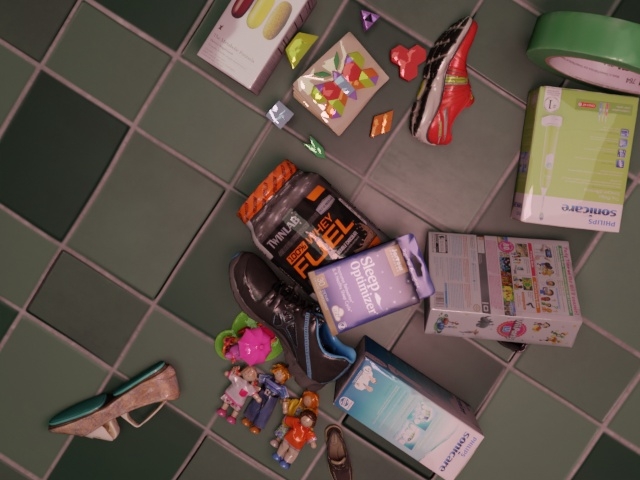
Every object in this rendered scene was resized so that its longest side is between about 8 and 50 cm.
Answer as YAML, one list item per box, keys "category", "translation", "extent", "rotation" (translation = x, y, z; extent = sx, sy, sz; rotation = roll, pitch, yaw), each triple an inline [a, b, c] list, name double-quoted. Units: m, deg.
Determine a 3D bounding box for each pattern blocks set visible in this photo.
- category: "pattern blocks set"
  translation: [0.048, -0.337, 1.737]
  extent: [0.285, 0.026, 0.325]
  rotation: [31, 94, -13]

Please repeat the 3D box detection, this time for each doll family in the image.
- category: "doll family"
  translation: [-0.096, 0.367, 1.804]
  extent: [0.263, 0.118, 0.163]
  rotation: [34, 102, 18]

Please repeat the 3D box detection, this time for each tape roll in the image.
- category: "tape roll"
  translation: [0.572, -0.359, 1.594]
  extent: [0.321, 0.321, 0.077]
  rotation: [18, 95, 1]

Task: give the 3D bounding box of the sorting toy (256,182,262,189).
- category: "sorting toy"
  translation: [-0.114, -0.103, 1.801]
  extent: [0.062, 0.012, 0.083]
  rotation: [24, 96, 1]

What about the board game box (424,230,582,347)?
- category: "board game box"
  translation: [0.372, 0.098, 1.689]
  extent: [0.303, 0.224, 0.097]
  rotation: [4, 137, 3]

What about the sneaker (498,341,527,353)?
- category: "sneaker"
  translation: [0.367, 0.155, 1.746]
  extent: [0.217, 0.121, 0.079]
  rotation: [39, 94, -1]

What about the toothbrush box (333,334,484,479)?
- category: "toothbrush box"
  translation: [0.183, 0.351, 1.724]
  extent: [0.295, 0.216, 0.126]
  rotation: [33, 96, -1]

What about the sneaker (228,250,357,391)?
- category: "sneaker"
  translation: [-0.055, 0.149, 1.694]
  extent: [0.139, 0.125, 0.341]
  rotation: [-33, 98, 37]

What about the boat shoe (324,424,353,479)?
- category: "boat shoe"
  translation: [0.039, 0.495, 1.825]
  extent: [0.056, 0.049, 0.152]
  rotation: [-15, 94, 3]

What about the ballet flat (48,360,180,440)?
- category: "ballet flat"
  translation: [-0.457, 0.385, 1.815]
  extent: [0.316, 0.107, 0.106]
  rotation: [-26, 100, 6]

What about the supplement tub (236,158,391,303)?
- category: "supplement tub"
  translation: [0.000, 0.000, 1.707]
  extent: [0.338, 0.207, 0.207]
  rotation: [42, 95, -1]

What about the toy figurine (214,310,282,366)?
- category: "toy figurine"
  translation: [-0.163, 0.225, 1.757]
  extent: [0.173, 0.159, 0.130]
  rotation: [-20, 93, 5]

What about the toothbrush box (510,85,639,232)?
- category: "toothbrush box"
  translation: [0.533, -0.170, 1.711]
  extent: [0.206, 0.122, 0.283]
  rotation: [6, 94, 2]

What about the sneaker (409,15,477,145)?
- category: "sneaker"
  translation: [0.283, -0.338, 1.736]
  extent: [0.118, 0.107, 0.279]
  rotation: [18, 99, -17]

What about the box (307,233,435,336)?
- category: "box"
  translation: [0.102, 0.084, 1.590]
  extent: [0.225, 0.036, 0.136]
  rotation: [-21, 92, 0]

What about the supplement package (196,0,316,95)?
- category: "supplement package"
  translation: [-0.131, -0.451, 1.712]
  extent: [0.139, 0.134, 0.244]
  rotation: [33, 95, -1]
